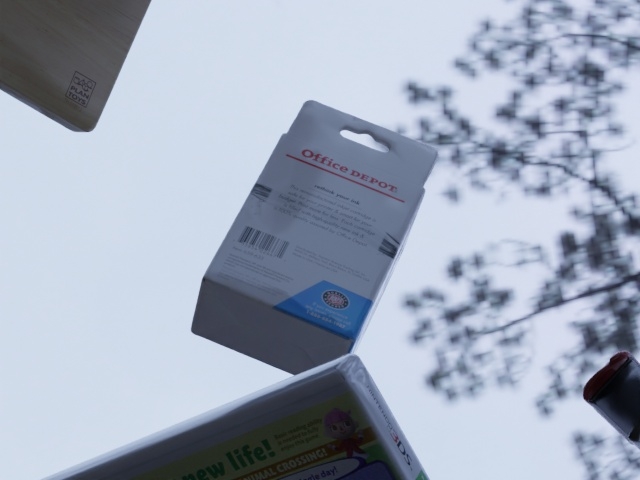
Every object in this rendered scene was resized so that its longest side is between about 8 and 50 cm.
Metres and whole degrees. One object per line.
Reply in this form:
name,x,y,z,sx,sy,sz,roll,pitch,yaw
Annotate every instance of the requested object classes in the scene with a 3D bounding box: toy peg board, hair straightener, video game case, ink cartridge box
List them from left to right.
toy peg board,-0.169,-0.163,0.988,0.079,0.161,0.161,5,-111,52
video game case,-0.028,0.165,0.790,0.212,0.023,0.193,-24,-78,27
ink cartridge box,0.000,0.000,1.227,0.104,0.180,0.060,22,-41,6
hair straightener,0.236,0.147,1.187,0.047,0.230,0.089,-44,-127,-3
